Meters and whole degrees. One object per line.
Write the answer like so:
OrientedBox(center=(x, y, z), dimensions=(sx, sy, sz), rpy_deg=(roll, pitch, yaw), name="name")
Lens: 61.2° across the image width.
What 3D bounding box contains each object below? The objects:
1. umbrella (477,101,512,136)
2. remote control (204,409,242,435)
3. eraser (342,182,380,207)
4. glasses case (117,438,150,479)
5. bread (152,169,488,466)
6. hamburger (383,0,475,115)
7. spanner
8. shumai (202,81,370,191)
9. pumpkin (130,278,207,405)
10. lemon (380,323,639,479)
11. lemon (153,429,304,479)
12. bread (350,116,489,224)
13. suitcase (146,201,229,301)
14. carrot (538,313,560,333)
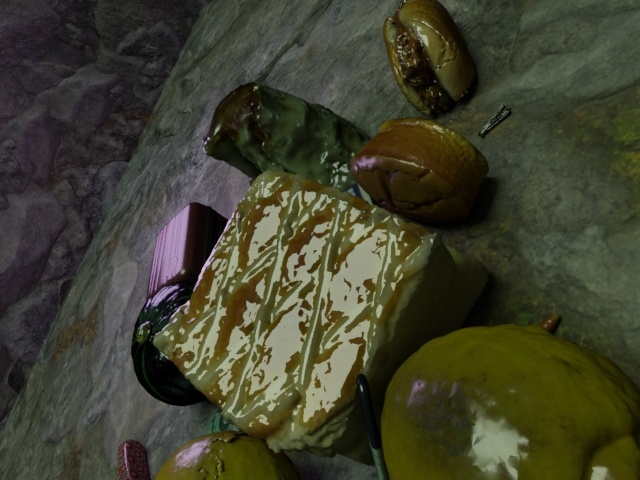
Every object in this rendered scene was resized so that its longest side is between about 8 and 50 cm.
OrientedBox(center=(0.323, -0.225, 1.005), dimensions=(0.083, 0.020, 0.031), rpy_deg=(-52, 33, 20), name="umbrella")
OrientedBox(center=(-0.179, 0.382, 1.170), dimensions=(0.256, 0.045, 0.097), rpy_deg=(-41, 37, 31), name="remote control")
OrientedBox(center=(0.000, 0.000, 1.137), dimensions=(0.279, 0.081, 0.124), rpy_deg=(-31, 40, 13), name="eraser")
OrientedBox(center=(-0.476, 0.586, 1.369), dimensions=(0.049, 0.073, 0.194), rpy_deg=(-50, 34, 5), name="glasses case")
OrientedBox(center=(0.003, 0.106, 0.868), dimensions=(0.371, 0.279, 0.390), rpy_deg=(30, 87, 35), name="bread")
OrientedBox(center=(0.217, -0.403, 1.150), dimensions=(0.155, 0.245, 0.282), rpy_deg=(-31, 87, 28), name="hamburger")
OrientedBox(center=(0.083, 0.305, 0.695), dimensions=(0.024, 0.315, 0.087), rpy_deg=(-12, 25, 4), name="spanner")
OrientedBox(center=(-0.103, -0.210, 1.271), dimensions=(0.324, 0.323, 0.397), rpy_deg=(-53, 36, 6), name="shumai")
OrientedBox(center=(-0.330, 0.236, 1.292), dimensions=(0.315, 0.238, 0.315), rpy_deg=(-27, 50, 37), name="pumpkin")
OrientedBox(center=(0.207, 0.226, 0.597), dimensions=(0.316, 0.286, 0.285), rpy_deg=(79, -148, -74), name="lemon")
OrientedBox(center=(-0.148, 0.458, 0.865), dimensions=(0.297, 0.297, 0.297), rpy_deg=(-32, 43, 35), name="lemon")
OrientedBox(center=(0.169, -0.119, 0.970), dimensions=(0.142, 0.195, 0.270), rpy_deg=(-56, 29, -6), name="bread")
OrientedBox(center=(-0.370, 0.060, 1.551), dimensions=(0.236, 0.161, 0.297), rpy_deg=(-36, 40, 32), name="suitcase")
OrientedBox(center=(0.289, 0.161, 0.745), dimensions=(0.035, 0.035, 0.142), rpy_deg=(16, 74, 55), name="carrot")
